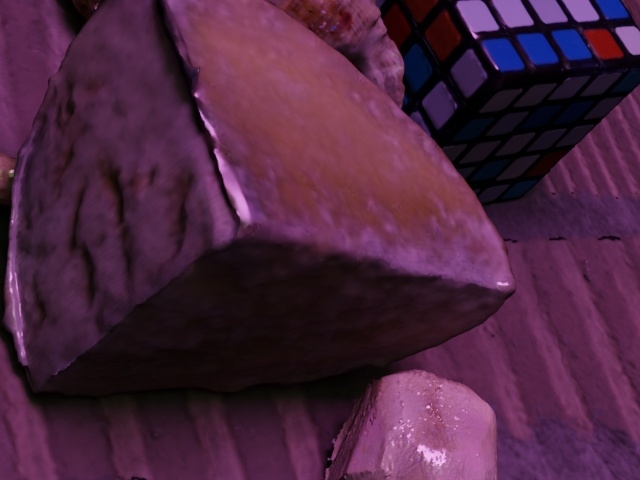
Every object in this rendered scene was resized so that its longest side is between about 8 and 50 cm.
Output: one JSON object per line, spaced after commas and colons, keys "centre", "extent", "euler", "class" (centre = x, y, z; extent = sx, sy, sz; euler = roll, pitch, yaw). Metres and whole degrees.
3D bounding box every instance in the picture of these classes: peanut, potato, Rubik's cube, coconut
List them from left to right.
{"centre": [-0.216, -0.041, 0.771], "extent": [0.083, 0.037, 0.037], "euler": [16, 52, -24], "class": "peanut"}
{"centre": [-0.045, -0.019, 0.779], "extent": [0.264, 0.211, 0.189], "euler": [12, 50, -39], "class": "potato"}
{"centre": [0.056, 0.146, 0.761], "extent": [0.110, 0.110, 0.124], "euler": [28, 42, -12], "class": "coconut"}
{"centre": [0.108, -0.146, 0.941], "extent": [0.184, 0.187, 0.182], "euler": [-9, 64, -37], "class": "Rubik's cube"}

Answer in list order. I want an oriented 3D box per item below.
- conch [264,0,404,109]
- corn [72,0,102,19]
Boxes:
{"centre": [-0.042, -0.111, 0.848], "extent": [0.245, 0.163, 0.178], "euler": [-38, 85, -5], "class": "conch"}
{"centre": [-0.066, -0.223, 0.953], "extent": [0.290, 0.098, 0.098], "euler": [-16, 68, -39], "class": "corn"}
